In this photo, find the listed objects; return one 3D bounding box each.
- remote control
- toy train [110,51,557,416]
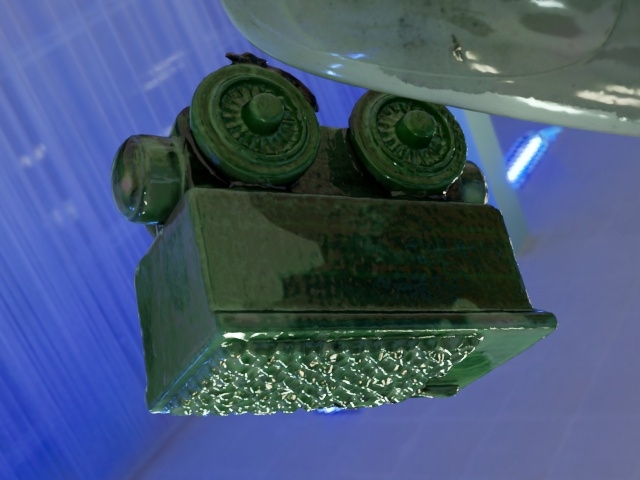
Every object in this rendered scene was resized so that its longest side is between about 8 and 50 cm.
[{"bbox_3d":[0.072,-0.085,0.337,0.256,0.097,0.045,11,-157,22],"label":"remote control"},{"bbox_3d":[0.000,0.000,0.671,0.266,0.201,0.145,1,152,-28],"label":"toy train"}]
